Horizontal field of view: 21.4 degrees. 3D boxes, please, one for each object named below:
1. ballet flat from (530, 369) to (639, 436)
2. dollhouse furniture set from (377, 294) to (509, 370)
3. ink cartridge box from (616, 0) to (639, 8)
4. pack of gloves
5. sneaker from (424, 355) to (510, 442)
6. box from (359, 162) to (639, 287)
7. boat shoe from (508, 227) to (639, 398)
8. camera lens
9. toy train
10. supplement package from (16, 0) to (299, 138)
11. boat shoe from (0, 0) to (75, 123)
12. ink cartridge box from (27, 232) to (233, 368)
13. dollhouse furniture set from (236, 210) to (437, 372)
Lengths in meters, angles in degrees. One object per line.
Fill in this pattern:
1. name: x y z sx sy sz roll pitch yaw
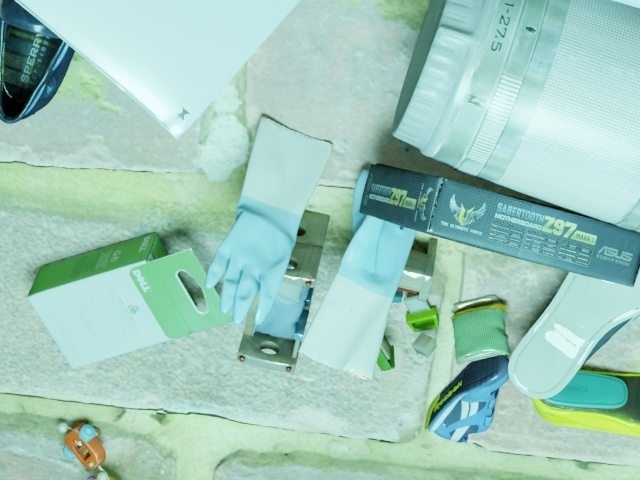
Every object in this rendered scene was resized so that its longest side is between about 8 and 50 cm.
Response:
1. ballet flat: 0.348 0.188 1.888 0.230 0.077 0.077 7 145 8
2. dollhouse furniture set: 0.127 0.094 1.845 0.151 0.076 0.059 -14 136 16
3. ink cartridge box: 0.243 -0.280 1.494 0.224 0.223 0.045 16 125 0
4. pack of gloves: 0.000 0.000 1.723 0.195 0.232 0.046 22 155 -10
5. sneaker: 0.178 0.179 1.915 0.059 0.053 0.144 33 131 -12
6. box: 0.177 -0.017 1.674 0.232 0.183 0.059 14 92 -20
7. boat shoe: 0.297 0.064 1.798 0.095 0.079 0.254 35 115 4
8. camera lens: 0.227 -0.147 1.587 0.274 0.219 0.219 19 124 -3
9. toy train: -0.287 0.290 2.071 0.125 0.046 0.166 46 132 8
10. supplement package: -0.171 -0.263 1.577 0.262 0.145 0.204 41 93 -18
11. boat shoe: -0.269 -0.226 1.694 0.109 0.089 0.258 13 124 0
12. ink cartridge box: -0.208 0.061 1.891 0.209 0.062 0.109 -17 119 19
13. dollhouse furniture set: 0.018 0.064 1.816 0.183 0.129 0.129 13 125 1
